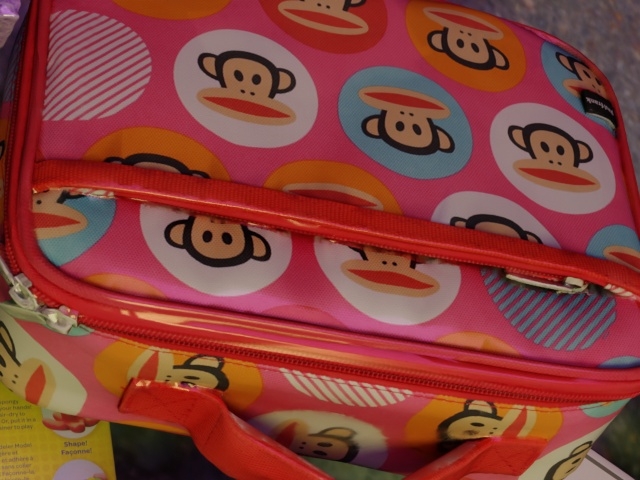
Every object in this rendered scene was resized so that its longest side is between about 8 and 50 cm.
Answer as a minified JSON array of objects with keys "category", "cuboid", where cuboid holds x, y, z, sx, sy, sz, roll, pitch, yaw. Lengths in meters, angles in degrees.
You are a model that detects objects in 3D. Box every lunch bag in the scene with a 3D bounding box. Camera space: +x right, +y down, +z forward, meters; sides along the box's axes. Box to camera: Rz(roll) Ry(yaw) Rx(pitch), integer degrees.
[{"category":"lunch bag","cuboid":[0.000,0.000,0.595,0.293,0.120,0.258,10,50,-15]}]

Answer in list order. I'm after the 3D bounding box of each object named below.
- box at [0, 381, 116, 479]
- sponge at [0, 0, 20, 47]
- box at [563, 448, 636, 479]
[{"category":"box","cuboid":[-0.135,0.123,0.551,0.105,0.043,0.179,1,71,-31]},{"category":"sponge","cuboid":[-0.235,-0.088,0.535,0.210,0.117,0.031,6,65,-28]},{"category":"box","cuboid":[0.170,0.238,0.655,0.290,0.087,0.169,36,55,-13]}]
